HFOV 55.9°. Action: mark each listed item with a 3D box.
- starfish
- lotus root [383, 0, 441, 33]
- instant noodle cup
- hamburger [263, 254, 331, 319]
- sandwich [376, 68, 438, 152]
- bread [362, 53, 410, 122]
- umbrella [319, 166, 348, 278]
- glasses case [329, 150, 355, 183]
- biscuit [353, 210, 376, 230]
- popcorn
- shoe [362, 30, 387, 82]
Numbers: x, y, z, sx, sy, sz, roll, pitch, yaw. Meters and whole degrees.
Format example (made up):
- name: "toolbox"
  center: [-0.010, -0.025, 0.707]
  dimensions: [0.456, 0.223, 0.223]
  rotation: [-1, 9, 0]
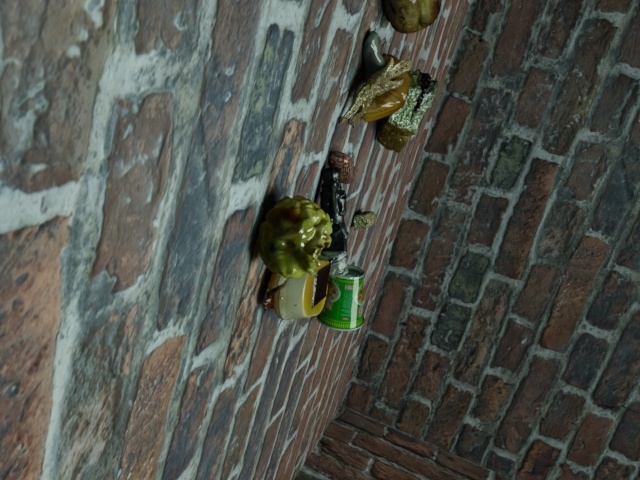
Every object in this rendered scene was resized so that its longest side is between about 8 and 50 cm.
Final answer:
- name: "starfish"
  center: [0.171, -0.480, 1.922]
  dimensions: [0.302, 0.060, 0.299]
  rotation: [-44, 175, 12]
- name: "lotus root"
  center: [0.290, -0.748, 1.896]
  dimensions: [0.291, 0.193, 0.193]
  rotation: [22, 88, -79]
- name: "instant noodle cup"
  center: [0.099, 0.228, 2.518]
  dimensions: [0.207, 0.207, 0.232]
  rotation: [-37, 136, -65]
- name: "hamburger"
  center: [-0.069, 0.129, 1.825]
  dimensions: [0.295, 0.152, 0.227]
  rotation: [18, 87, -71]
- name: "sandwich"
  center: [0.339, -0.514, 2.329]
  dimensions: [0.325, 0.131, 0.262]
  rotation: [123, -10, -79]
- name: "bread"
  center: [0.242, -0.522, 2.107]
  dimensions: [0.129, 0.134, 0.260]
  rotation: [71, 41, -70]
- name: "umbrella"
  center: [0.034, -0.055, 1.933]
  dimensions: [0.106, 0.113, 0.357]
  rotation: [-51, 142, -72]
- name: "glasses case"
  center: [0.073, -0.233, 1.992]
  dimensions: [0.194, 0.073, 0.049]
  rotation: [63, 43, -71]
- name: "biscuit"
  center: [0.190, -0.090, 2.629]
  dimensions: [0.168, 0.082, 0.070]
  rotation: [-30, 113, -68]
- name: "popcorn"
  center: [-0.063, -0.005, 1.560]
  dimensions: [0.169, 0.189, 0.218]
  rotation: [-20, 127, -68]
- name: "shoe"
  center: [0.178, -0.573, 1.914]
  dimensions: [0.195, 0.078, 0.079]
  rotation: [94, 22, -59]
